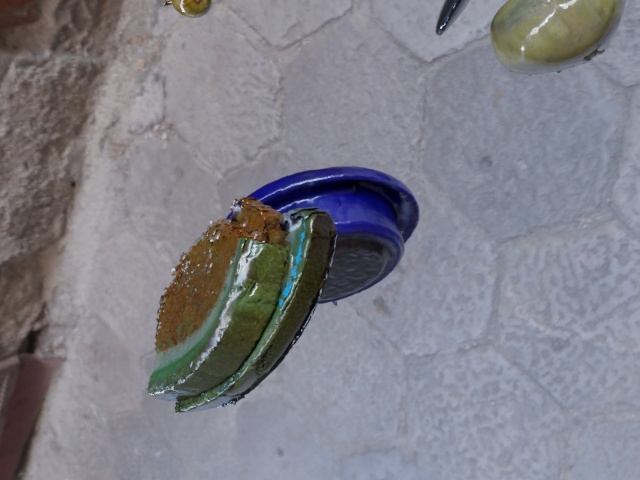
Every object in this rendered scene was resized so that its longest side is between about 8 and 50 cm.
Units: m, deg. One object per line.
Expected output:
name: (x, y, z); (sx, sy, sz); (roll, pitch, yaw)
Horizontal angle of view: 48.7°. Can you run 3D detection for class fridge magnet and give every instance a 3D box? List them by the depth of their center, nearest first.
fridge magnet: (0.000, 0.000, 0.908); (0.265, 0.265, 0.113); (-41, 52, 38)

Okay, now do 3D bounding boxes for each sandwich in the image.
sandwich: (-0.082, 0.047, 0.635); (0.235, 0.079, 0.159); (-39, 58, 32)

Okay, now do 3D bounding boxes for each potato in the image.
potato: (0.350, -0.321, 1.047); (0.191, 0.296, 0.141); (-30, 98, 22)

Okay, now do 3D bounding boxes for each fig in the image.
fig: (-0.169, -0.299, 0.876); (0.083, 0.050, 0.050); (16, 114, 50)

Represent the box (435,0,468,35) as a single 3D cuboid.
box: (0.245, -0.433, 1.147); (0.042, 0.212, 0.201); (31, 126, 1)
